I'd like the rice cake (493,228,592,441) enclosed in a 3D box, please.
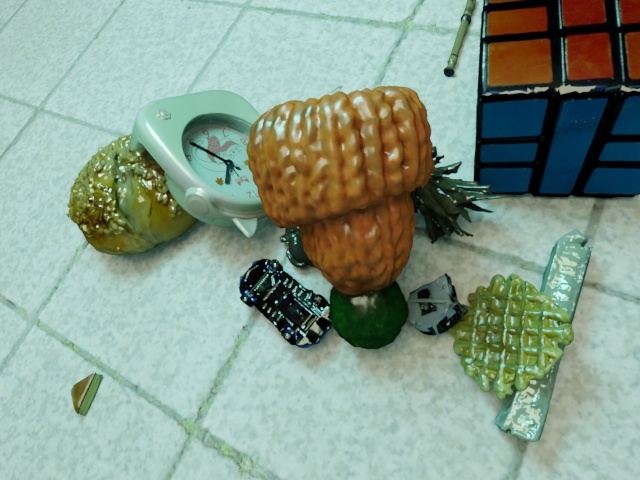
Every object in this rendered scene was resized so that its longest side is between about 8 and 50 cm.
[{"bbox_3d":[0.350,0.138,0.689,0.063,0.066,0.336,21,72,21],"label":"rice cake"}]

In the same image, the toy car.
[{"bbox_3d":[-0.067,0.114,0.834,0.216,0.063,0.103,34,79,34],"label":"toy car"}]

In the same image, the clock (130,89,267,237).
[{"bbox_3d":[-0.194,-0.146,0.901,0.265,0.108,0.324,-29,79,-44],"label":"clock"}]

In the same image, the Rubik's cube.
[{"bbox_3d":[0.403,-0.256,0.736,0.283,0.288,0.294,5,69,21],"label":"Rubik's cube"}]

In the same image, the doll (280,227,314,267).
[{"bbox_3d":[0.000,0.000,0.873,0.165,0.057,0.139,27,79,31],"label":"doll"}]

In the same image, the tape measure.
[{"bbox_3d":[0.191,0.112,0.747,0.094,0.054,0.091,-37,39,19],"label":"tape measure"}]

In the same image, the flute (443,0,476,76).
[{"bbox_3d":[0.318,-0.467,1.009,0.027,0.027,0.233,13,69,22],"label":"flute"}]

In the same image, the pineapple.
[{"bbox_3d":[0.153,-0.123,0.828,0.165,0.165,0.364,-41,62,-4],"label":"pineapple"}]

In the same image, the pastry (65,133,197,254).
[{"bbox_3d":[-0.413,-0.114,0.981,0.315,0.184,0.285,-17,61,9],"label":"pastry"}]

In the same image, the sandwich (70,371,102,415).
[{"bbox_3d":[-0.473,0.301,0.890,0.044,0.031,0.083,9,66,17],"label":"sandwich"}]

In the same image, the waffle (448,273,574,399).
[{"bbox_3d":[0.277,0.139,0.681,0.169,0.036,0.183,-48,31,12],"label":"waffle"}]

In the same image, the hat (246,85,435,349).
[{"bbox_3d":[0.035,-0.014,0.677,0.285,0.285,0.401,-5,94,15],"label":"hat"}]
